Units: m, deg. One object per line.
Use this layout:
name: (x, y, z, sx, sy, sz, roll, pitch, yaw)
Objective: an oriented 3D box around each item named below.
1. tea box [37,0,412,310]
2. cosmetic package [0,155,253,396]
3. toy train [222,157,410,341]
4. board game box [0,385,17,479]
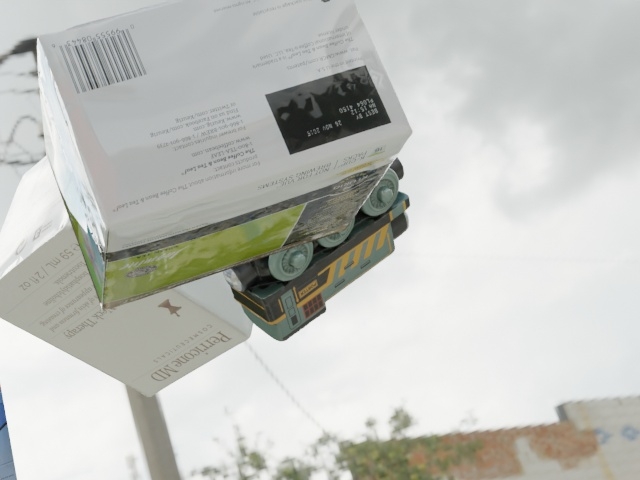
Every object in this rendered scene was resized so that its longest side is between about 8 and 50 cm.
tea box: (-0.120, -0.104, 1.214, 0.329, 0.220, 0.323, -19, -14, -18)
cosmetic package: (-0.348, 0.020, 2.019, 0.393, 0.327, 0.329, 34, -47, -27)
toy train: (0.000, 0.000, 1.630, 0.334, 0.142, 0.190, -36, -46, -26)
board game box: (-0.474, 0.257, 1.222, 0.027, 0.145, 0.281, -2, 8, 42)
